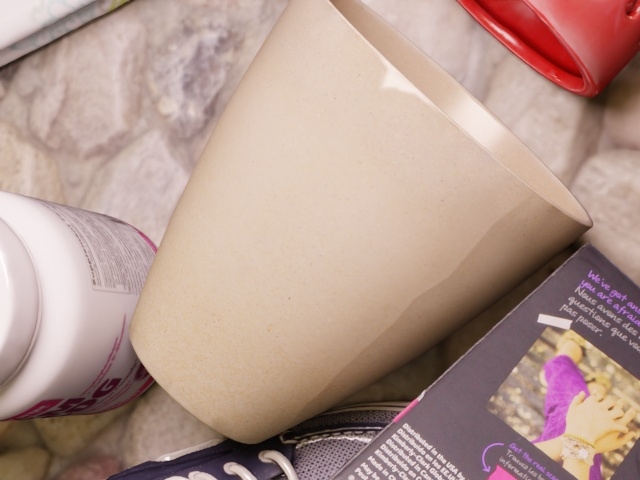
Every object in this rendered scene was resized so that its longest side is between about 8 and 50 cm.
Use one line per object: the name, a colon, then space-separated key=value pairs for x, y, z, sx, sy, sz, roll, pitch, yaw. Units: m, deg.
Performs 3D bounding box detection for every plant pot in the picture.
plant pot: x=0.000 y=0.000 z=1.085 sx=0.256 sy=0.256 sz=0.274 roll=46 pitch=103 yaw=14
plant pot: x=0.178 y=-0.221 z=1.084 sx=0.174 sy=0.191 sz=0.191 roll=-45 pitch=76 yaw=-1

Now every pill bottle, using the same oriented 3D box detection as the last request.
pill bottle: x=-0.218 y=0.048 z=1.111 sx=0.160 sy=0.283 sz=0.160 roll=-1 pitch=85 yaw=15

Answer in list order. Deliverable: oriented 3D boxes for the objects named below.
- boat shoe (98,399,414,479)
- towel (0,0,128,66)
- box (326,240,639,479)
boat shoe: x=-0.056 y=0.201 z=1.121 sx=0.340 sy=0.158 sz=0.127 roll=-20 pitch=81 yaw=13
towel: x=-0.268 y=-0.310 z=1.258 sx=0.374 sy=0.090 sz=0.320 roll=-25 pitch=83 yaw=11
box: x=0.120 y=0.156 z=1.012 sx=0.143 sy=0.165 sz=0.270 roll=43 pitch=58 yaw=14
